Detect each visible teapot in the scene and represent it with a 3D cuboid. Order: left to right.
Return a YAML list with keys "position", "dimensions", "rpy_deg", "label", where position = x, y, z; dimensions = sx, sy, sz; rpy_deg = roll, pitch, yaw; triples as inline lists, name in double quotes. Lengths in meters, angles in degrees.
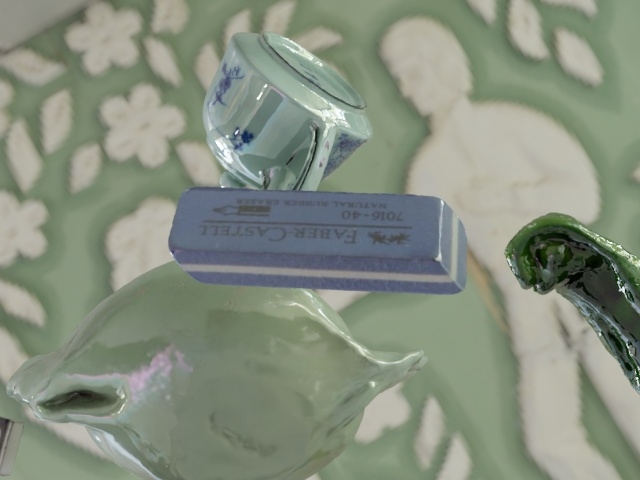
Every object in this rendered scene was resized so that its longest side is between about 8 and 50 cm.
- position: [-0.045, -0.100, 1.549]
  dimensions: [0.159, 0.159, 0.232]
  rpy_deg: [-30, 35, 0]
  label: "teapot"

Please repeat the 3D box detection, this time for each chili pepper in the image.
- position: [0.232, 0.070, 1.178]
  dimensions: [0.100, 0.257, 0.074]
  rpy_deg: [-38, 14, 30]
  label: "chili pepper"

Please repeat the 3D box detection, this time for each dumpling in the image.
- position: [-0.102, 0.136, 1.520]
  dimensions: [0.212, 0.320, 0.270]
  rpy_deg: [-61, 0, -34]
  label: "dumpling"

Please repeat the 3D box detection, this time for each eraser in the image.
- position: [-0.331, 0.176, 1.523]
  dimensions: [0.122, 0.052, 0.029]
  rpy_deg: [12, -8, 21]
  label: "eraser"
- position: [0.000, 0.000, 1.278]
  dimensions: [0.225, 0.036, 0.082]
  rpy_deg: [3, 39, 6]
  label: "eraser"
